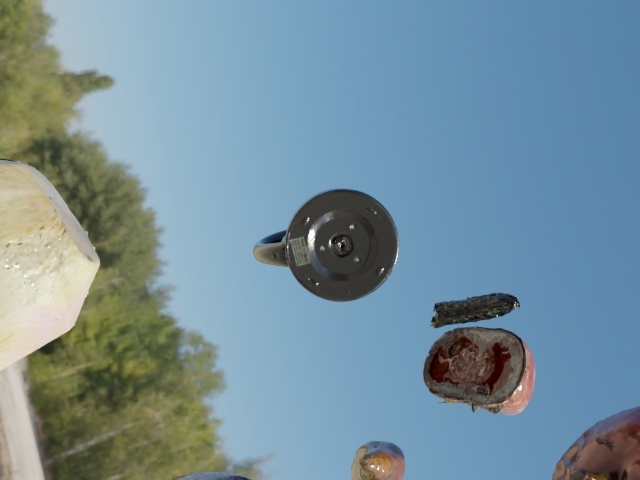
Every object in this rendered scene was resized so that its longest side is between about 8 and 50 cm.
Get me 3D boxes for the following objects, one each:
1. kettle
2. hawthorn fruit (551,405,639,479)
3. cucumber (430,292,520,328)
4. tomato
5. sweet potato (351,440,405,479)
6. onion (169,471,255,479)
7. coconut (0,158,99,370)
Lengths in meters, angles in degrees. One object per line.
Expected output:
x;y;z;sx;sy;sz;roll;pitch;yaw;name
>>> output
0.000;0.000;1.848;0.290;0.268;0.208;-126;-154;-82;kettle
0.289;0.235;0.793;0.266;0.210;0.230;44;44;-37;hawthorn fruit
0.293;0.133;1.812;0.053;0.181;0.053;-11;90;-68;cucumber
0.335;0.276;1.901;0.214;0.181;0.155;11;-20;38;tomato
0.114;0.447;1.856;0.359;0.112;0.112;93;-22;-66;sweet potato
-0.156;0.395;1.185;0.195;0.271;0.272;-119;-159;-61;onion
-0.537;0.039;1.445;0.352;0.352;0.353;166;-90;-74;coconut
